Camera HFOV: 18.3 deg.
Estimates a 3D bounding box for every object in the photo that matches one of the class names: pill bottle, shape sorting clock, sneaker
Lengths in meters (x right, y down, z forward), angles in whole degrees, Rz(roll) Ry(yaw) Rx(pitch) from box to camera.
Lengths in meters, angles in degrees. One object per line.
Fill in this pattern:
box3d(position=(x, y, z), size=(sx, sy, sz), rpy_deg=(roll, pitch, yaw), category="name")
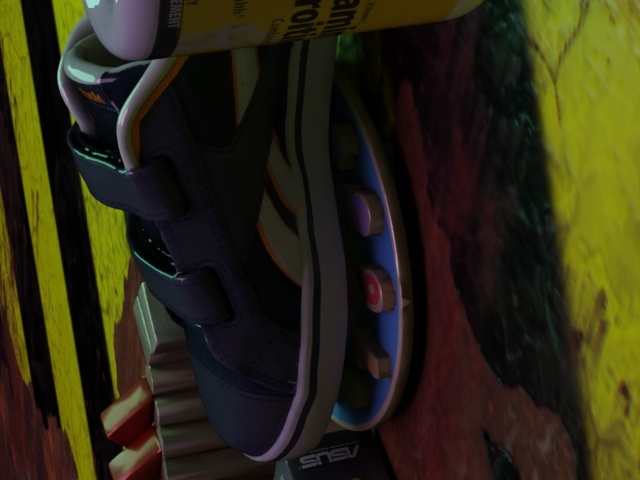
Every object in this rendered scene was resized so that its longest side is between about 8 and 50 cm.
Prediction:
box3d(position=(0.006, -0.125, 0.713), size=(0.103, 0.184, 0.103), rpy_deg=(170, 90, -73), category="pill bottle")
box3d(position=(0.000, 0.000, 1.053), size=(0.206, 0.040, 0.206), rpy_deg=(170, 90, -74), category="shape sorting clock")
box3d(position=(-0.063, -0.037, 0.987), size=(0.126, 0.127, 0.321), rpy_deg=(24, 119, 57), category="sneaker")

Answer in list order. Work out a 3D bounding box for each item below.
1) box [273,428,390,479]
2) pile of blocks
box3d(position=(0.016, 0.244, 1.107), size=(0.231, 0.056, 0.183), rpy_deg=(100, 154, -48), category="box")
box3d(position=(-0.085, 0.156, 1.297), size=(0.149, 0.112, 0.362), rpy_deg=(-150, 53, -69), category="pile of blocks")
